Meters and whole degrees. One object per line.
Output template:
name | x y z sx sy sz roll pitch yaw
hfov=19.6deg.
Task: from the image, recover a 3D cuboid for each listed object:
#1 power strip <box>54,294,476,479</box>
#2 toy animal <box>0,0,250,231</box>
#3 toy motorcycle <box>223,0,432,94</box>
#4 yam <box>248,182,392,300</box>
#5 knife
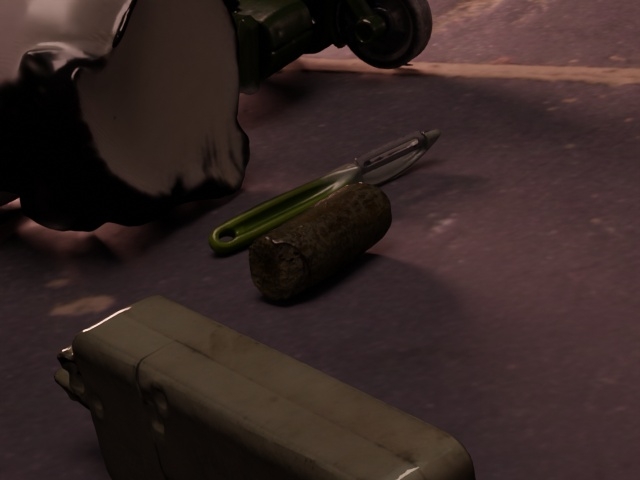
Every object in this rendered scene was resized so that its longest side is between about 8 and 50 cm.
power strip | -0.038 0.092 0.820 0.053 0.093 0.288 -28 30 -29
toy animal | -0.198 -0.115 1.212 0.267 0.212 0.212 7 28 27
toy motorcycle | -0.070 -0.168 1.388 0.275 0.127 0.205 1 23 32
yam | 0.000 0.000 1.080 0.043 0.043 0.094 9 28 37
knife | 0.004 -0.032 1.176 0.184 0.026 0.022 -26 58 -29
